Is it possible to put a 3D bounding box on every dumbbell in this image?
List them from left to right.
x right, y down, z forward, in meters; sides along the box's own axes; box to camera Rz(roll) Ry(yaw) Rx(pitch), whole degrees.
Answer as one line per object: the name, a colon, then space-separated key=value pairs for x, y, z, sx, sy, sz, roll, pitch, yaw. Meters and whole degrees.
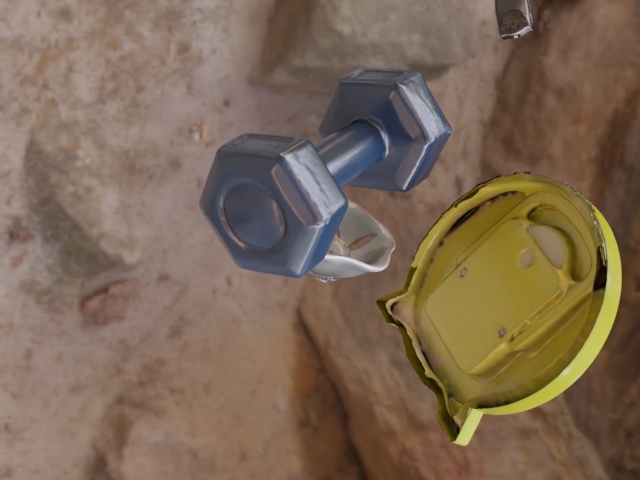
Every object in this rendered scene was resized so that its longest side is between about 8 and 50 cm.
dumbbell: x=0.014 y=-0.085 z=1.237 sx=0.316 sy=0.143 sz=0.156 roll=-37 pitch=98 yaw=-49

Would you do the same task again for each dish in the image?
dish: x=0.000 y=0.000 z=1.713 sx=0.229 sy=0.229 sz=0.081 roll=-32 pitch=152 yaw=-61

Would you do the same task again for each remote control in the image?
remote control: x=0.304 y=-0.423 z=1.815 sx=0.028 sy=0.059 sz=0.212 roll=33 pitch=47 yaw=-57

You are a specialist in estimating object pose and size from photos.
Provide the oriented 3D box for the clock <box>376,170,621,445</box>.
clock: x=0.214 y=0.066 z=1.281 sx=0.071 sy=0.293 sz=0.277 roll=25 pitch=33 yaw=-41
